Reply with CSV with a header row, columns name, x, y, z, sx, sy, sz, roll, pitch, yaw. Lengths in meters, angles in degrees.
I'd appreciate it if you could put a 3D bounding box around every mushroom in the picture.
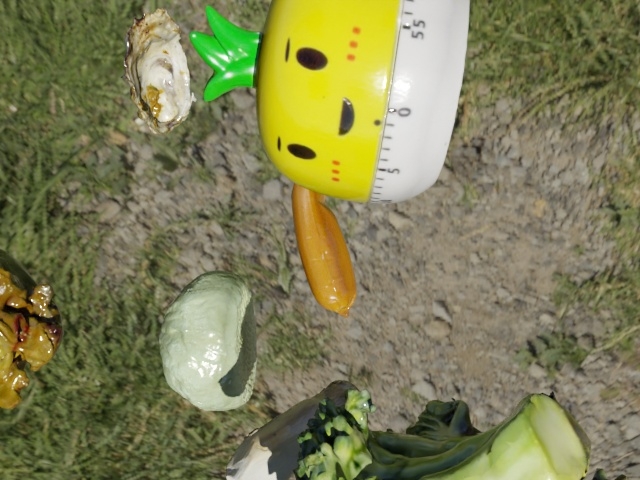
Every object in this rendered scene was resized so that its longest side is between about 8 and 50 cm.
name,x,y,z,sx,sy,sz,roll,pitch,yaw
mushroom,-0.026,0.222,0.938,0.071,0.209,0.084,0,104,43

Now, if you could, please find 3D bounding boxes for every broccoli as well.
name,x,y,z,sx,sy,sz,roll,pitch,yaw
broccoli,0.124,0.277,0.771,0.272,0.334,0.323,-24,73,41

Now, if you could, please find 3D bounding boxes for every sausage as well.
name,x,y,z,sx,sy,sz,roll,pitch,yaw
sausage,0.000,0.000,0.971,0.054,0.062,0.183,-16,87,3

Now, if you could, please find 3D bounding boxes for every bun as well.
name,x,y,z,sx,sy,sz,roll,pitch,yaw
bun,-0.152,0.137,1.164,0.118,0.195,0.195,-4,70,8

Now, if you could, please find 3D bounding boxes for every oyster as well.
name,x,y,z,sx,sy,sz,roll,pitch,yaw
oyster,-0.205,-0.202,1.073,0.056,0.177,0.105,14,63,21

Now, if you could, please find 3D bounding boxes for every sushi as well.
name,x,y,z,sx,sy,sz,roll,pitch,yaw
sushi,-0.454,0.103,1.095,0.204,0.213,0.199,17,82,51

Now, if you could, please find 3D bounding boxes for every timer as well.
name,x,y,z,sx,sy,sz,roll,pitch,yaw
timer,-0.001,-0.175,0.881,0.285,0.285,0.285,-3,70,7
